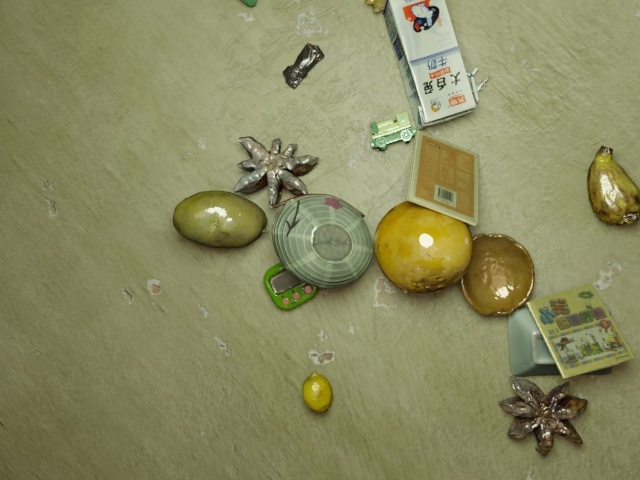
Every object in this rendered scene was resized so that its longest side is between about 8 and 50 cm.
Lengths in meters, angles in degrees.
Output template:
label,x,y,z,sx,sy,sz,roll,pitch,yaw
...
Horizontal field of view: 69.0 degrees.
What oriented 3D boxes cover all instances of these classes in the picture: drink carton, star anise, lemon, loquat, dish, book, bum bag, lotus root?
label,x,y,z,sx,sy,sz,roll,pitch,yaw
drink carton,0.260,-0.439,1.125,0.131,0.106,0.314,-18,93,2
star anise,-0.127,-0.185,1.217,0.229,0.093,0.236,-36,76,-8
lemon,-0.009,0.411,1.267,0.082,0.082,0.110,-16,88,11
loquat,0.246,0.015,1.113,0.235,0.235,0.234,1,95,10
dish,0.599,0.257,1.148,0.243,0.080,0.181,-4,94,9
star anise,0.560,0.448,1.174,0.212,0.073,0.196,1,93,12
book,0.607,0.211,1.098,0.168,0.013,0.192,-16,61,-1
book,0.292,-0.152,1.094,0.170,0.241,0.018,20,141,-5
bum bag,-0.047,-0.459,1.218,0.058,0.034,0.124,41,101,-10
lotus root,0.684,-0.127,1.095,0.108,0.094,0.190,-18,83,-10

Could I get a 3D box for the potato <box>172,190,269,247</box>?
label,x,y,z,sx,sy,sz,roll,pitch,yaw
potato,-0.256,-0.054,1.225,0.252,0.174,0.159,12,107,-7

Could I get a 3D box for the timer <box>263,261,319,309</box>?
label,x,y,z,sx,sy,sz,roll,pitch,yaw
timer,-0.078,0.113,1.269,0.140,0.047,0.128,-29,91,11

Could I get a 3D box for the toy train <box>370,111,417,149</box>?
label,x,y,z,sx,sy,sz,roll,pitch,yaw
toy train,0.182,-0.276,1.188,0.122,0.050,0.081,-14,88,11

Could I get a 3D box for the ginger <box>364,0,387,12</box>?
label,x,y,z,sx,sy,sz,roll,pitch,yaw
ginger,0.192,-0.724,1.129,0.166,0.080,0.332,8,100,-3

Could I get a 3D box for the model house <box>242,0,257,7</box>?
label,x,y,z,sx,sy,sz,roll,pitch,yaw
model house,-0.126,-0.742,1.126,0.299,0.243,0.284,-7,122,36

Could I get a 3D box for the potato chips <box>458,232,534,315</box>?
label,x,y,z,sx,sy,sz,roll,pitch,yaw
potato chips,0.431,0.082,1.169,0.195,0.062,0.208,-44,86,5

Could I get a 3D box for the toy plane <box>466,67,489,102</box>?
label,x,y,z,sx,sy,sz,roll,pitch,yaw
toy plane,0.381,-0.384,1.155,0.078,0.024,0.084,-14,100,20

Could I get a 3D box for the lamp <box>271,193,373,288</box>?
label,x,y,z,sx,sy,sz,roll,pitch,yaw
lamp,0.000,0.000,1.158,0.266,0.233,0.233,14,98,-15
